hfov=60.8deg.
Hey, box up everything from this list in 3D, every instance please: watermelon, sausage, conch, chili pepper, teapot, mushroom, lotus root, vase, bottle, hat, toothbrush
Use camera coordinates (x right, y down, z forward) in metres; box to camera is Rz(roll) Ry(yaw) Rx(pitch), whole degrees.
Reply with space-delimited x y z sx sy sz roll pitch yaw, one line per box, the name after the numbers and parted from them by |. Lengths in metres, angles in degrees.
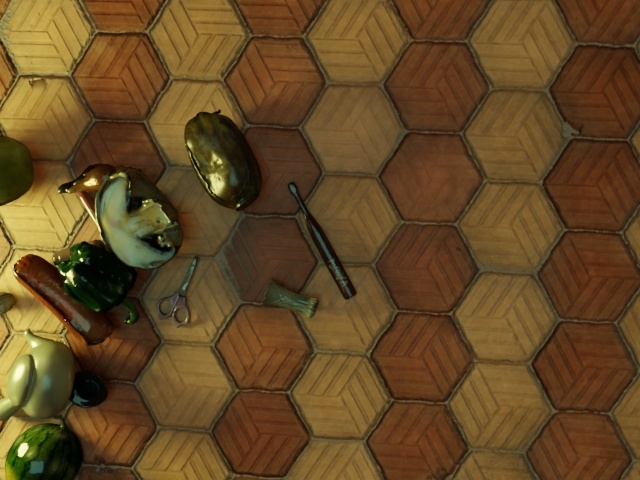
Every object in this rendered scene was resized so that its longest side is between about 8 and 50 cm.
-0.793 0.627 1.539 0.204 0.127 0.232 34 88 5 | watermelon
-0.625 -0.051 1.551 0.029 0.029 0.223 -32 89 4 | sausage
-0.719 0.167 1.532 0.330 0.102 0.102 43 94 1 | sausage
-0.617 -0.174 1.518 0.232 0.080 0.086 4 60 0 | conch
-0.579 0.121 1.487 0.261 0.173 0.165 44 54 -33 | chili pepper
-0.792 0.419 1.503 0.149 0.220 0.318 16 107 -38 | teapot
-0.482 -0.050 1.478 0.189 0.164 0.267 -42 92 8 | mushroom
-0.258 -0.210 1.464 0.160 0.152 0.275 -27 84 2 | lotus root
-0.081 0.164 1.505 0.148 0.081 0.081 19 93 -1 | vase
-0.684 0.038 1.546 0.140 0.053 0.053 -16 91 4 | bottle
-0.662 0.419 1.559 0.121 0.050 0.121 0 93 -1 | hat
0.000 0.000 1.511 0.041 0.041 0.364 -29 90 4 | toothbrush

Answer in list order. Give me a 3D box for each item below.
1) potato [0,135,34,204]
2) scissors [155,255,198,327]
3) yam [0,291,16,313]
-0.941 -0.180 1.481 0.304 0.216 0.216 -6 92 6 | potato
-0.391 0.141 1.548 0.110 0.021 0.212 25 93 6 | scissors
-1.039 0.178 1.566 0.317 0.067 0.071 0 96 5 | yam
